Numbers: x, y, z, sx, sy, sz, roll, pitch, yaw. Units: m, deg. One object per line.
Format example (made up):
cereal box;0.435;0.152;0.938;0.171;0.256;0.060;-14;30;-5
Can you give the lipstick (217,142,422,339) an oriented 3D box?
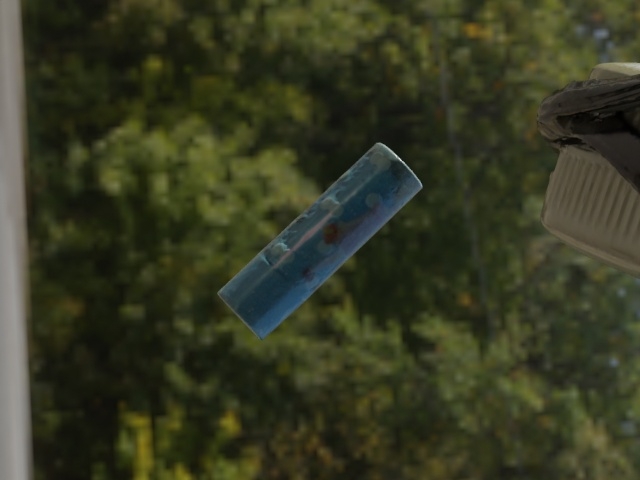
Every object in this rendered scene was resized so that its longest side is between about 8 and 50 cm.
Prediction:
lipstick;0.000;0.000;1.350;0.048;0.158;0.048;46;-4;4

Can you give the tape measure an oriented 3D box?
tape measure;0.245;-0.020;0.981;0.271;0.231;0.133;33;-74;62
